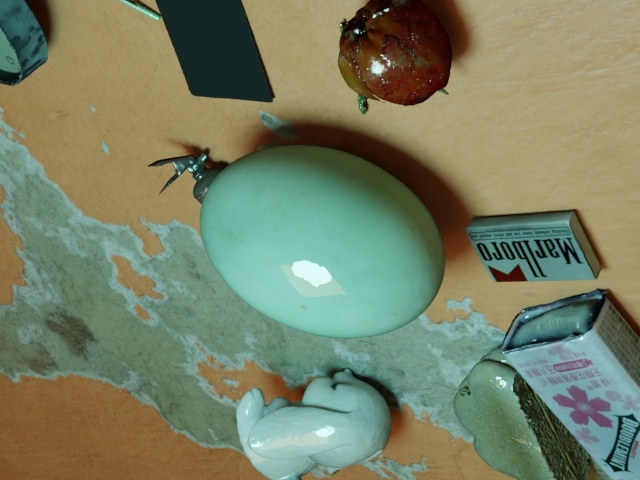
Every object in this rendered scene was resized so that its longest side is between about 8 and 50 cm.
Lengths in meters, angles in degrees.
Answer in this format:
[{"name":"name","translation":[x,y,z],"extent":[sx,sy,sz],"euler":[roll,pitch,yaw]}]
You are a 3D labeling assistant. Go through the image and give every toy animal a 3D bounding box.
[{"name":"toy animal","translation":[0.011,0.355,2.410],"extent":[0.265,0.206,0.271],"euler":[-21,150,30]}]

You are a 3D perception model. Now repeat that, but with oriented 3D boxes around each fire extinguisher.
[{"name":"fire extinguisher","translation":[-0.170,-0.062,2.146],"extent":[0.252,0.106,0.075],"euler":[44,163,-15]}]

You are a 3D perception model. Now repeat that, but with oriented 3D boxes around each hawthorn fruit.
[{"name":"hawthorn fruit","translation":[0.107,-0.242,1.699],"extent":[0.172,0.148,0.148],"euler":[30,149,-29]}]

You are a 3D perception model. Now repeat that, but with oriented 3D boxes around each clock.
[{"name":"clock","translation":[-0.570,-0.376,2.063],"extent":[0.312,0.061,0.313],"euler":[33,157,16]}]

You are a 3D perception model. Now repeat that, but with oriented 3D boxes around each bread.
[{"name":"bread","translation":[0.327,0.315,2.206],"extent":[0.183,0.102,0.337],"euler":[-2,131,39]}]

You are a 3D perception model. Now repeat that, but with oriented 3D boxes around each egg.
[{"name":"egg","translation":[0.000,0.000,1.939],"extent":[0.388,0.276,0.276],"euler":[18,142,17]}]

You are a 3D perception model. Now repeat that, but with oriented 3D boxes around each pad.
[{"name":"pad","translation":[-0.169,-0.318,1.930],"extent":[0.159,0.009,0.265],"euler":[10,137,31]}]

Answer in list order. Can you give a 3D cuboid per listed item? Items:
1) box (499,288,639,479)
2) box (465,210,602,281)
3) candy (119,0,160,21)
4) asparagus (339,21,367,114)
[{"name":"box","translation":[0.455,0.246,2.017],"extent":[0.370,0.112,0.190],"euler":[47,142,-19]},{"name":"box","translation":[0.315,0.011,1.913],"extent":[0.177,0.036,0.115],"euler":[-3,131,40]},{"name":"candy","translation":[-0.370,-0.404,1.950],"extent":[0.287,0.078,0.084],"euler":[26,108,-5]},{"name":"asparagus","translation":[0.047,-0.244,1.842],"extent":[0.016,0.013,0.166],"euler":[-19,132,-1]}]
